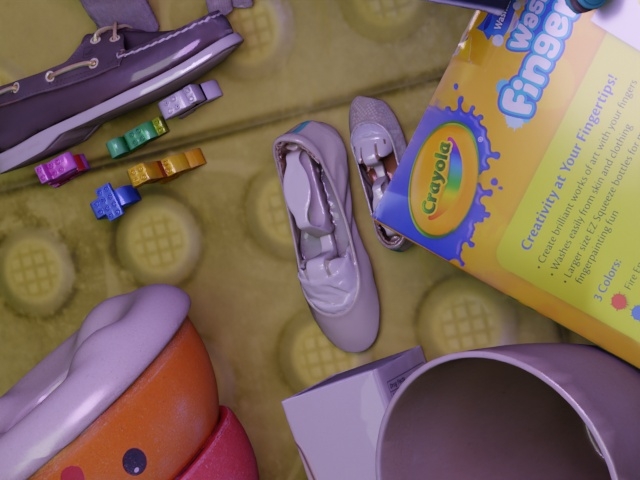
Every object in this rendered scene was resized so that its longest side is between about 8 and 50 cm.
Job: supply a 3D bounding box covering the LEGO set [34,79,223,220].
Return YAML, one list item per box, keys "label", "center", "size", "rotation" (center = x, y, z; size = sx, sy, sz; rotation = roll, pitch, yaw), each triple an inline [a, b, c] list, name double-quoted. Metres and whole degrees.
- label: "LEGO set"
  center: [-0.204, -0.083, 1.830]
  size: [0.227, 0.093, 0.087]
  rotation: [-28, 86, 20]

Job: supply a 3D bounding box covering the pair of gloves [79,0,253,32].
- label: "pair of gloves"
  center: [-0.170, -0.295, 1.759]
  size: [0.240, 0.204, 0.042]
  rotation: [-6, 56, 24]

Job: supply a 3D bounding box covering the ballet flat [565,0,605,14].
- label: "ballet flat"
  center: [0.224, -0.322, 1.500]
  size: [0.087, 0.083, 0.247]
  rotation: [11, 96, 45]

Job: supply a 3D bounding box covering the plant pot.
- label: "plant pot"
  center: [0.233, 0.197, 1.590]
  size: [0.256, 0.274, 0.257]
  rotation: [10, 107, 37]

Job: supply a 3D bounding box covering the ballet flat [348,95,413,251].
- label: "ballet flat"
  center: [0.064, -0.070, 1.755]
  size: [0.057, 0.052, 0.168]
  rotation: [-18, 89, 21]

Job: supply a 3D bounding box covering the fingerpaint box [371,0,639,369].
- label: "fingerpaint box"
  center: [0.318, -0.132, 1.595]
  size: [0.371, 0.163, 0.445]
  rotation: [29, 102, 16]

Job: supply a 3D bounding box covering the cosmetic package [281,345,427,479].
- label: "cosmetic package"
  center: [0.084, 0.277, 1.728]
  size: [0.113, 0.160, 0.309]
  rotation: [-21, 87, 21]

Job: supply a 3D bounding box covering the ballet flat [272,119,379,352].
- label: "ballet flat"
  center: [0.000, 0.000, 1.771]
  size: [0.086, 0.086, 0.248]
  rotation: [-13, 91, 21]

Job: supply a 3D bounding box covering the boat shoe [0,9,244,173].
- label: "boat shoe"
  center: [-0.232, -0.175, 1.822]
  size: [0.324, 0.116, 0.097]
  rotation: [-24, 90, 26]

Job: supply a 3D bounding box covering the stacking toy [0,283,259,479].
- label: "stacking toy"
  center: [-0.141, 0.314, 1.780]
  size: [0.350, 0.350, 0.480]
  rotation: [-38, 100, 19]

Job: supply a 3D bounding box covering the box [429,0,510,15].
- label: "box"
  center: [0.089, -0.438, 1.422]
  size: [0.293, 0.212, 0.395]
  rotation: [41, 115, 33]
